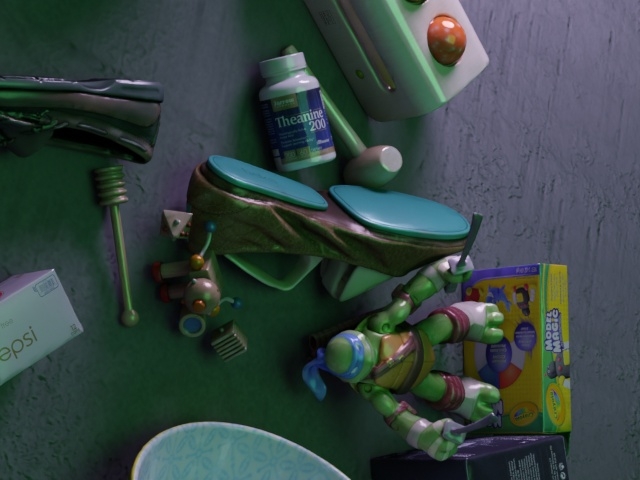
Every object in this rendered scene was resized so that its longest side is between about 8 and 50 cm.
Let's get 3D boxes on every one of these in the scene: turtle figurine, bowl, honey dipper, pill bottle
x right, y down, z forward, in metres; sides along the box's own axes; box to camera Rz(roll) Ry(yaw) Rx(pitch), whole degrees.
[{"bbox_3d":[0.145,0.127,1.891,0.266,0.275,0.198,8,53,-61],"label":"turtle figurine"},{"bbox_3d":[-0.078,0.328,1.709,0.289,0.289,0.156,4,125,-40],"label":"bowl"},{"bbox_3d":[-0.197,0.006,1.748,0.030,0.030,0.160,-13,95,-41],"label":"honey dipper"},{"bbox_3d":[-0.028,-0.137,1.884,0.067,0.067,0.120,-18,97,-40],"label":"pill bottle"}]

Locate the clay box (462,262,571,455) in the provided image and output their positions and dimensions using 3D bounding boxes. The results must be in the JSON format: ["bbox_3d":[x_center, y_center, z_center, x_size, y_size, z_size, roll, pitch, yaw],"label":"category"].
[{"bbox_3d":[0.225,0.142,2.031,0.053,0.127,0.222,5,81,-40],"label":"clay box"}]

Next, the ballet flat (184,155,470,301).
[{"bbox_3d":[0.000,0.000,1.869,0.342,0.116,0.124,9,115,-35],"label":"ballet flat"}]

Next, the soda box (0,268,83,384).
[{"bbox_3d":[-0.324,0.105,1.597,0.216,0.074,0.069,-34,107,-38],"label":"soda box"}]

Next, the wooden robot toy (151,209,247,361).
[{"bbox_3d":[-0.125,0.057,1.756,0.079,0.076,0.173,-92,166,-62],"label":"wooden robot toy"}]

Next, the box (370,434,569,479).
[{"bbox_3d":[0.167,0.271,1.948,0.158,0.156,0.093,-7,89,-41],"label":"box"}]

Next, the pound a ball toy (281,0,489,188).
[{"bbox_3d":[0.060,-0.239,1.927,0.208,0.136,0.319,-43,112,-36],"label":"pound a ball toy"}]

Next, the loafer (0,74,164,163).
[{"bbox_3d":[-0.257,-0.113,1.671,0.267,0.096,0.084,-3,93,-43],"label":"loafer"}]
